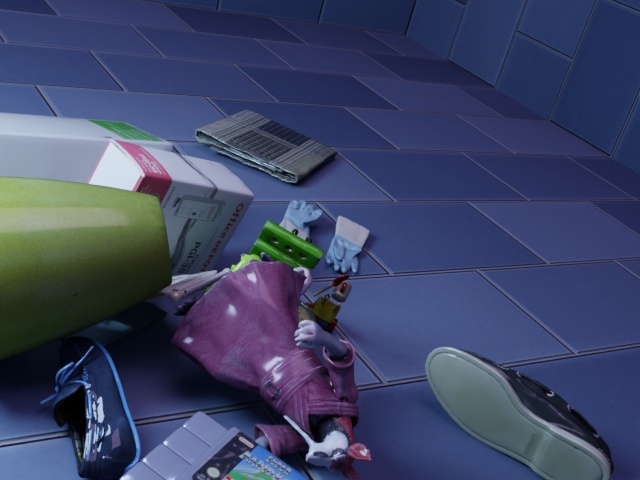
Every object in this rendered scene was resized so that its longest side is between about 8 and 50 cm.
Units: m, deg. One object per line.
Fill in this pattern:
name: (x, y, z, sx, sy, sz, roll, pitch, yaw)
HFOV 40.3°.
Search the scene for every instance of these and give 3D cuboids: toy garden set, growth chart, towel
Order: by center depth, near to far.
growth chart: (-0.262, 0.082, 1.417, 0.237, 0.021, 0.172, -11, 9, 40)
toy garden set: (-0.031, 0.062, 1.537, 0.203, 0.244, 0.049, 30, 58, -3)
towel: (-0.142, -0.247, 2.316, 0.312, 0.056, 0.324, 26, 25, 12)

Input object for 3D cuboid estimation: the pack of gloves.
pack of gloves: (0.000, 0.000, 1.921, 0.195, 0.046, 0.232, 28, 28, -3)

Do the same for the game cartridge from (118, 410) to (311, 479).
game cartridge: (-0.086, 0.364, 1.033, 0.355, 0.068, 0.230, 29, 48, 24)

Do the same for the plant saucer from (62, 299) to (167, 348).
plant saucer: (-0.338, 0.141, 1.437, 0.067, 0.018, 0.192, 28, 28, 22)

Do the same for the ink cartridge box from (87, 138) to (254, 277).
ink cartridge box: (-0.281, -0.045, 1.546, 0.117, 0.207, 0.283, 42, 20, 31)

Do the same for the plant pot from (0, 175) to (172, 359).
plant pot: (-0.373, 0.021, 1.272, 0.293, 0.275, 0.275, -10, 33, -14)

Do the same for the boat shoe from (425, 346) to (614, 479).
boat shoe: (0.332, 0.279, 1.441, 0.340, 0.127, 0.113, 30, 27, 23)

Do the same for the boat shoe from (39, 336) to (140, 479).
boat shoe: (-0.322, 0.216, 1.191, 0.089, 0.109, 0.258, 2, 27, -35)

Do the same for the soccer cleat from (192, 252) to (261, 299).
soccer cleat: (-0.159, 0.099, 1.483, 0.072, 0.179, 0.060, 47, 2, 10)

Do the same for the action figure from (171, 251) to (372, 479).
action figure: (-0.051, 0.213, 1.300, 0.370, 0.248, 0.275, 49, 11, 22)

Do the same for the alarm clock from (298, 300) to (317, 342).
alarm clock: (-0.087, 0.140, 1.525, 0.129, 0.064, 0.192, -16, 47, -40)

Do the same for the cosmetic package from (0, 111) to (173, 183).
cosmetic package: (-0.481, -0.137, 1.596, 0.365, 0.155, 0.197, -1, 20, -44)
